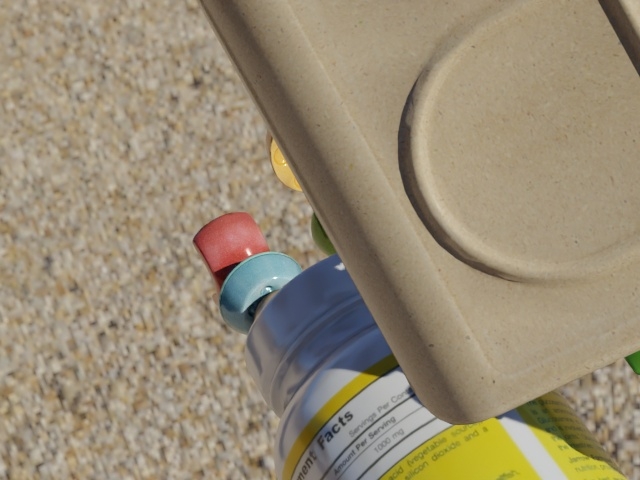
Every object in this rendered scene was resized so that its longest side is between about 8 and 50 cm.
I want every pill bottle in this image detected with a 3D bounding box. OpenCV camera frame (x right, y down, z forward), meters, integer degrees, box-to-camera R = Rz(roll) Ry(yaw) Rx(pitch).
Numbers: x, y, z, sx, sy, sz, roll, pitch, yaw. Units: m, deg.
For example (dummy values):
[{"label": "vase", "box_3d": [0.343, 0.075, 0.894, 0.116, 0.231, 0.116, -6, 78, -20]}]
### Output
[{"label": "pill bottle", "box_3d": [0.088, 0.165, 0.868, 0.188, 0.188, 0.334, -24, 54, -15]}]

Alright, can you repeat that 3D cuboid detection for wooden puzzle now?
[{"label": "wooden puzzle", "box_3d": [0.116, -0.134, 0.532, 0.348, 0.322, 0.080, -28, 2, 25]}]

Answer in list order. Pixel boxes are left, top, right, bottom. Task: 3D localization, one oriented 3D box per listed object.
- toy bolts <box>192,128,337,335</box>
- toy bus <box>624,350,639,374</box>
[{"label": "toy bolts", "box_3d": [0.000, 0.000, 1.277, 0.228, 0.218, 0.158, -31, 39, -11]}, {"label": "toy bus", "box_3d": [0.187, -0.021, 0.711, 0.104, 0.202, 0.191, -44, 48, 22]}]
